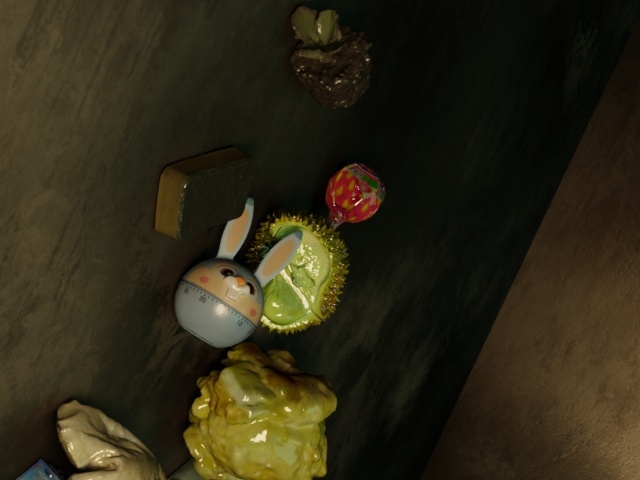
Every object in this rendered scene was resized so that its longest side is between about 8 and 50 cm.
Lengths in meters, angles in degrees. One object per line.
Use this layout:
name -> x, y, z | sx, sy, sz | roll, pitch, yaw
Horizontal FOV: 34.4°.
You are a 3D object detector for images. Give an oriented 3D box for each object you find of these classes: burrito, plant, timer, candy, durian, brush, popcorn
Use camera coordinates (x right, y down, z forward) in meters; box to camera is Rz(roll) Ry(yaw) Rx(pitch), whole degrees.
burrito -> -0.342, 0.400, 1.740 | 0.332, 0.135, 0.190 | 78, 1, -51
plant -> 0.018, -0.326, 1.830 | 0.131, 0.142, 0.203 | -50, 161, -5
timer -> -0.149, 0.072, 1.817 | 0.255, 0.175, 0.175 | -53, 156, 12
candy -> 0.000, 0.000, 2.129 | 0.365, 0.124, 0.124 | -54, 153, -4
durian -> -0.046, 0.051, 1.964 | 0.176, 0.200, 0.237 | -103, -160, -70
brush -> -0.193, -0.079, 1.742 | 0.197, 0.059, 0.123 | -26, 137, -51
popcorn -> -0.116, 0.368, 2.058 | 0.312, 0.312, 0.312 | -42, 147, -36

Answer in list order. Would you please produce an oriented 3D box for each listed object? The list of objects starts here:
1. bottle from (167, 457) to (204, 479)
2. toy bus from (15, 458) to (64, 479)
bottle -> -0.324, 0.542, 2.042 | 0.286, 0.082, 0.082 | -37, 143, -42
toy bus -> -0.454, 0.468, 1.754 | 0.094, 0.079, 0.236 | -30, 141, -24
